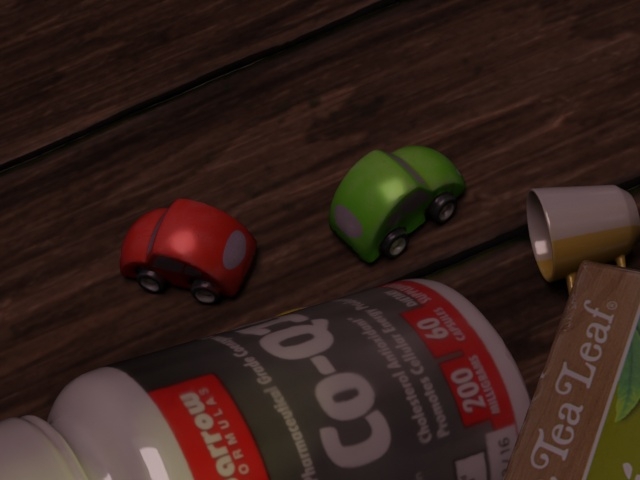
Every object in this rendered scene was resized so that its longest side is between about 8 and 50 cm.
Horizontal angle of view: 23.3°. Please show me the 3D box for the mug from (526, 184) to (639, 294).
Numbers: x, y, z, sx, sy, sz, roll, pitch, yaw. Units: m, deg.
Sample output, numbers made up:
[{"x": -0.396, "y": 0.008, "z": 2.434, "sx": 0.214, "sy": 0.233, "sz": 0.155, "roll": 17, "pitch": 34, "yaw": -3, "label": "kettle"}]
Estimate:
[{"x": 0.175, "y": -0.002, "z": 1.018, "sx": 0.064, "sy": 0.078, "sz": 0.062, "roll": -11, "pitch": 19, "yaw": -5, "label": "mug"}]

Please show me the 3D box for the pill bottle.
[{"x": -0.043, "y": 0.127, "z": 0.799, "sx": 0.283, "sy": 0.161, "sz": 0.161, "roll": -15, "pitch": 47, "yaw": -30, "label": "pill bottle"}]

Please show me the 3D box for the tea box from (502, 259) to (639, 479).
[{"x": 0.230, "y": 0.226, "z": 0.708, "sx": 0.323, "sy": 0.220, "sz": 0.329, "roll": 11, "pitch": 58, "yaw": 21, "label": "tea box"}]

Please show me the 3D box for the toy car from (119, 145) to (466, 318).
[{"x": 0.000, "y": 0.000, "z": 1.052, "sx": 0.225, "sy": 0.053, "sz": 0.239, "roll": -37, "pitch": 55, "yaw": -14, "label": "toy car"}]
